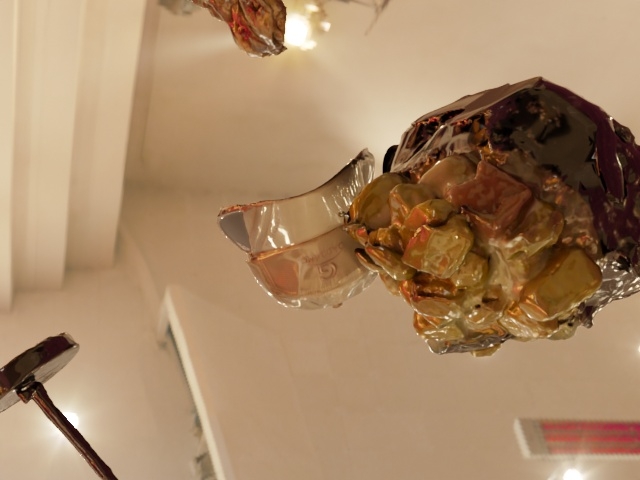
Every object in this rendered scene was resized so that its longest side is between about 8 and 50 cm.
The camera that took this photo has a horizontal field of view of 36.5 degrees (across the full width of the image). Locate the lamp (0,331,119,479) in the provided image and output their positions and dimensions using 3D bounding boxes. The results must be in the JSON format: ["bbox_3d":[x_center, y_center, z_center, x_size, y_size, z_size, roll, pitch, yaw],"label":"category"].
[{"bbox_3d":[-0.178,0.243,0.919,0.371,0.130,0.108,51,-177,-17],"label":"lamp"}]

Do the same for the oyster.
[{"bbox_3d":[-0.146,-0.310,1.163,0.078,0.129,0.345,-34,-132,-19],"label":"oyster"}]

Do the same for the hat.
[{"bbox_3d":[-0.002,-0.006,1.298,0.232,0.275,0.161,-26,-117,-10],"label":"hat"}]

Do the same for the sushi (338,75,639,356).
[{"bbox_3d":[0.209,0.007,1.140,0.329,0.328,0.285,51,-124,-22],"label":"sushi"}]
